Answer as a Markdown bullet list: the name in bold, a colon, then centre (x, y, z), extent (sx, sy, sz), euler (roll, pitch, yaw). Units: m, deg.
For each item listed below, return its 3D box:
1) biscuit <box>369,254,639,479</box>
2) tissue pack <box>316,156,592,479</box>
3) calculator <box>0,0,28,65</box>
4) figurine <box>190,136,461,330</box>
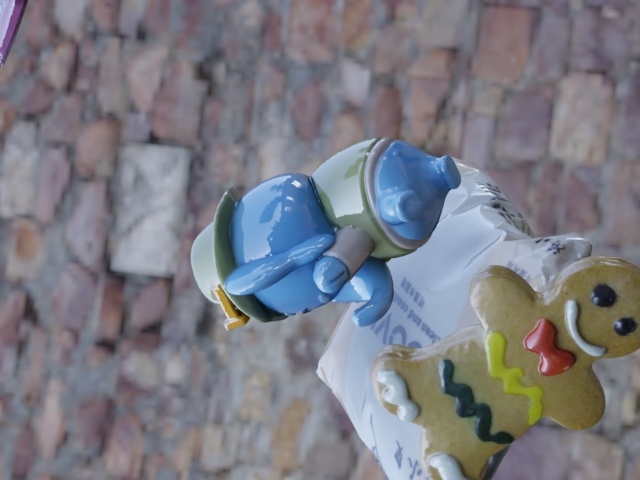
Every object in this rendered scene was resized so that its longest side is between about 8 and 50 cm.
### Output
- **biscuit**: centre (0.159, 0.097, 1.365), extent (0.158, 0.240, 0.035), euler (50, -162, -14)
- **tissue pack**: centre (0.162, 0.114, 2.033), extent (0.390, 0.195, 0.375), euler (-67, 24, 14)
- **calculator**: centre (-0.258, -0.253, 1.492), extent (0.126, 0.034, 0.190), euler (132, 149, -57)
- **figurine**: centre (-0.001, -0.004, 1.632), extent (0.154, 0.262, 0.180), euler (46, -141, -38)
